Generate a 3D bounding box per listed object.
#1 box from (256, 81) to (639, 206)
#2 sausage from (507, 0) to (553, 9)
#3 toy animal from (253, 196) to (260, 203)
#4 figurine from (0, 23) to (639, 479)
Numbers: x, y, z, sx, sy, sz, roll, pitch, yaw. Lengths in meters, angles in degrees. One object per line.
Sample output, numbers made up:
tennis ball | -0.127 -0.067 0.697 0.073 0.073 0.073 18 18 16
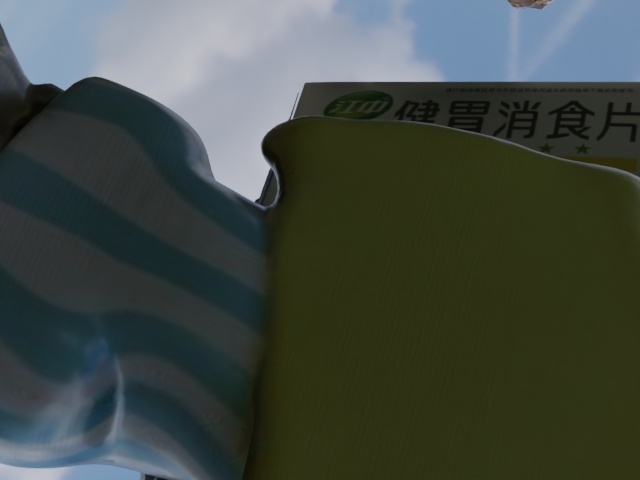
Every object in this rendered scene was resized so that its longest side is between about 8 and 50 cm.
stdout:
box | 0.132 -0.018 1.331 0.332 0.145 0.173 2 -136 16
sausage | 0.236 -0.364 1.930 0.098 0.098 0.238 -101 -171 -63
toy animal | 0.000 0.000 1.811 0.185 0.122 0.298 -8 -153 -1
figurine | -0.032 0.129 0.824 0.378 0.361 0.266 108 7 -50
